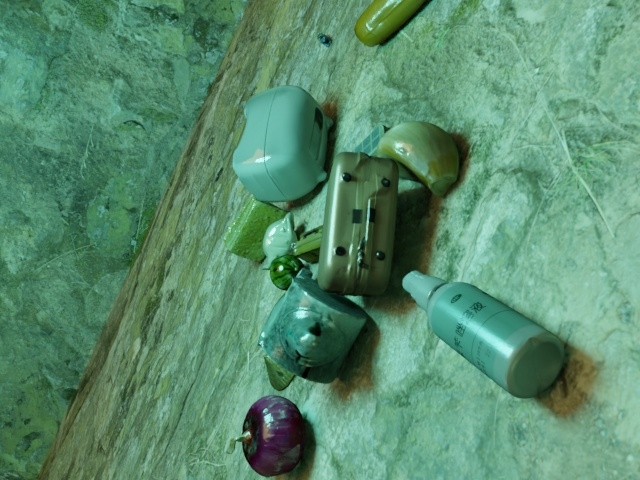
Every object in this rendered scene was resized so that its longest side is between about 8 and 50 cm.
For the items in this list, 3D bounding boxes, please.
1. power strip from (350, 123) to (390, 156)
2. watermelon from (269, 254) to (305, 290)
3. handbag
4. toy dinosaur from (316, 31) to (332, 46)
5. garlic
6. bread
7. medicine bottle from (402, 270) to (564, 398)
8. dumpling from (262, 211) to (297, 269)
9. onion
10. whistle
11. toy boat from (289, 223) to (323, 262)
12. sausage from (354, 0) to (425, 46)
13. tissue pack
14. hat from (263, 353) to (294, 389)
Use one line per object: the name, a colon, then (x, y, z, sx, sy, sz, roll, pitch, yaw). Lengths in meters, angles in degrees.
power strip: (0.107, -0.220, 1.607, 0.227, 0.029, 0.080, -41, 38, 39)
watermelon: (-0.085, 0.086, 1.640, 0.109, 0.109, 0.109, -39, 39, 40)
handbag: (0.076, -0.020, 1.340, 0.283, 0.149, 0.302, 118, 157, -75)
toy dinosaur: (0.010, -0.697, 2.106, 0.030, 0.047, 0.083, -55, 29, 18)
garlic: (0.202, -0.180, 1.340, 0.245, 0.145, 0.164, -161, 63, -64)
bread: (-0.202, -0.039, 1.888, 0.196, 0.138, 0.102, -59, 40, 13)
medicine bottle: (0.245, 0.131, 1.028, 0.110, 0.110, 0.352, -63, 29, 6)
dumpling: (-0.113, 0.003, 1.769, 0.134, 0.100, 0.169, -13, -76, -83)
onion: (-0.109, 0.438, 1.366, 0.177, 0.153, 0.177, -36, 32, 27)
whistle: (-0.045, 0.172, 1.402, 0.168, 0.188, 0.405, -63, 31, 7)
toy boat: (0.000, 0.000, 1.588, 0.226, 0.068, 0.088, -24, 41, 52)
sausage: (0.221, -0.659, 1.662, 0.328, 0.112, 0.112, -34, 42, 44)
tissue pack: (-0.101, -0.287, 1.789, 0.236, 0.229, 0.333, -8, 55, 23)
hat: (-0.119, 0.306, 1.562, 0.146, 0.067, 0.146, -39, 39, 41)
